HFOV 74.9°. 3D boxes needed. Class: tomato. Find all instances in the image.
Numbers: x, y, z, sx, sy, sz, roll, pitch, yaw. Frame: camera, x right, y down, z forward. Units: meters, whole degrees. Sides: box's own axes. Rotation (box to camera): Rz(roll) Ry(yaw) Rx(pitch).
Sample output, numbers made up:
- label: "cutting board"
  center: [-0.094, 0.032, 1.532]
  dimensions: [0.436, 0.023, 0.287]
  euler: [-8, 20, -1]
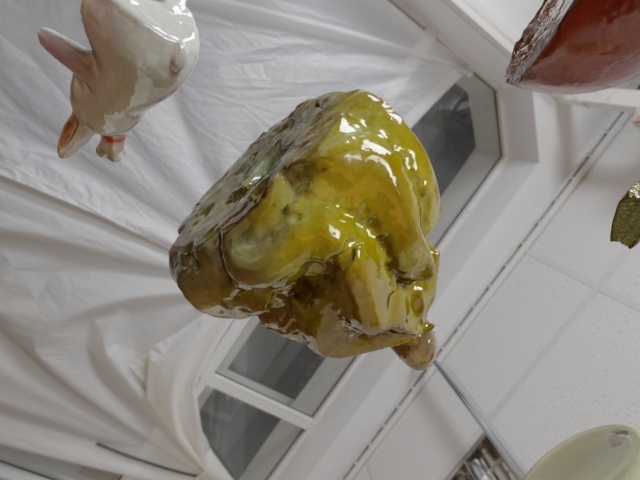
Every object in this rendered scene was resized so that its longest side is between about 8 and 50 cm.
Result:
- label: "tomato"
  center: [0.356, -0.295, 0.463]
  dimensions: [0.338, 0.143, 0.338]
  euler: [-62, 177, -7]

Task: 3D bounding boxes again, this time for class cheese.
- label: "cheese"
  center: [0.222, 0.258, 0.387]
  dimensions: [0.227, 0.064, 0.137]
  euler: [-34, 166, -2]

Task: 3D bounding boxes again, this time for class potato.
- label: "potato"
  center: [0.252, 0.269, 1.142]
  dimensions: [0.137, 0.176, 0.137]
  euler: [-47, -171, 9]

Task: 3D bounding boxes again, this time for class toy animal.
- label: "toy animal"
  center: [-0.274, -0.210, 0.543]
  dimensions: [0.282, 0.138, 0.140]
  euler: [-24, -175, 35]

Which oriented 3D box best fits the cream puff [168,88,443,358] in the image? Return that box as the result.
- label: "cream puff"
  center: [-0.001, 0.000, 0.508]
  dimensions: [0.324, 0.257, 0.291]
  euler: [-20, -149, 43]

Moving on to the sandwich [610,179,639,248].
- label: "sandwich"
  center: [0.310, -0.034, 0.402]
  dimensions: [0.031, 0.044, 0.083]
  euler: [41, -72, 47]
